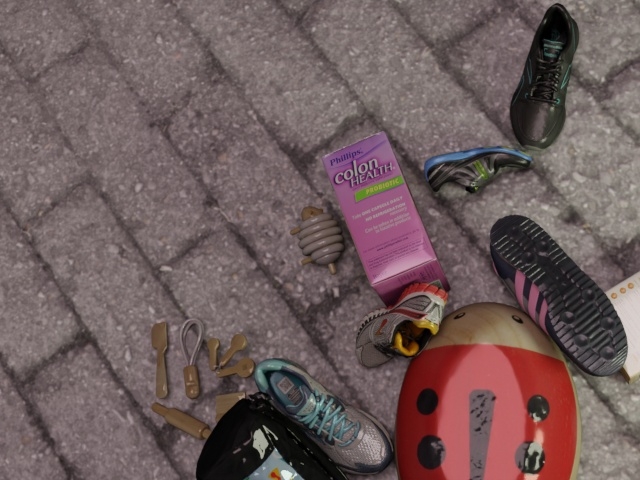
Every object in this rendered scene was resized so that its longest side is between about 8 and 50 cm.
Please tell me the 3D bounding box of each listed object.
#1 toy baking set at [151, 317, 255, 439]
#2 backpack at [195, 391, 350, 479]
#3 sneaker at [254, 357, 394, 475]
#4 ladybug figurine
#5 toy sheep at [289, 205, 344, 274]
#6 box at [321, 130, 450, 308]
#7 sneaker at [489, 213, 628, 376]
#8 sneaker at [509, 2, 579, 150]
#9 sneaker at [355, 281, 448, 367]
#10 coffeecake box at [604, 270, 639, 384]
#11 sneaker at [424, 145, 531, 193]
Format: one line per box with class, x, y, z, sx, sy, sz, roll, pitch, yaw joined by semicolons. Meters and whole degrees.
toy baking set;-0.216;0.244;2.026;0.256;0.030;0.197;16;79;31
backpack;-0.037;0.443;1.811;0.355;0.290;0.273;35;84;-7
sneaker;-0.006;0.298;1.923;0.283;0.122;0.110;33;85;19
ladybug figurine;0.265;0.310;1.839;0.305;0.162;0.449;-2;74;12
toy sheep;0.000;0.000;2.031;0.091;0.091;0.132;-24;84;5
box;0.114;-0.025;1.941;0.117;0.213;0.243;-23;70;5
sneaker;0.390;0.103;1.872;0.112;0.131;0.319;-27;60;-7
sneaker;0.391;-0.291;2.015;0.101;0.106;0.267;9;78;14
sneaker;0.124;0.156;1.898;0.088;0.225;0.093;25;49;-15
coffeecake box;0.547;0.125;1.878;0.185;0.068;0.142;-31;68;2
sneaker;0.279;-0.125;2.021;0.188;0.067;0.078;-10;94;8
